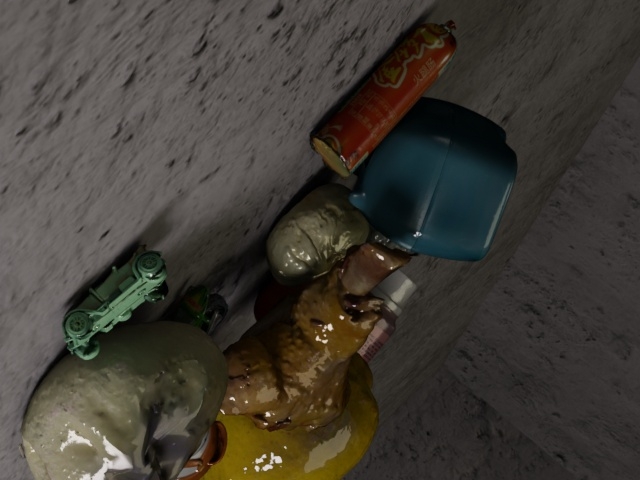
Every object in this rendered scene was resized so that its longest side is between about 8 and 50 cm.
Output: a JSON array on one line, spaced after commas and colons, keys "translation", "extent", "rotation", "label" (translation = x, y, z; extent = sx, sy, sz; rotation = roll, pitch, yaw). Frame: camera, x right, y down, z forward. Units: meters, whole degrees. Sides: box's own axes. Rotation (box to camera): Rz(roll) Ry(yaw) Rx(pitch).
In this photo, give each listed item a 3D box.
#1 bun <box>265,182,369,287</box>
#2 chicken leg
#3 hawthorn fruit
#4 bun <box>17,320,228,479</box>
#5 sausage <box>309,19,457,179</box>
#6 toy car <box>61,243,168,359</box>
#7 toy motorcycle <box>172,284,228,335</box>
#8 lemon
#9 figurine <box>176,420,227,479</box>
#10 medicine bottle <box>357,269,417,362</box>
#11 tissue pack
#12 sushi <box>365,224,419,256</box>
[{"translation": [0.000, 0.000, 1.855], "extent": [0.164, 0.111, 0.188], "rotation": [-48, 170, 17], "label": "bun"}, {"translation": [-0.027, 0.145, 1.753], "extent": [0.295, 0.182, 0.409], "rotation": [-18, 158, -44], "label": "chicken leg"}, {"translation": [-0.039, 0.104, 1.989], "extent": [0.138, 0.133, 0.133], "rotation": [-29, 161, -15], "label": "hawthorn fruit"}, {"translation": [-0.228, 0.222, 1.563], "extent": [0.273, 0.168, 0.273], "rotation": [-33, 149, -23], "label": "bun"}, {"translation": [0.095, -0.200, 1.717], "extent": [0.264, 0.083, 0.083], "rotation": [-48, 166, -13], "label": "sausage"}, {"translation": [-0.231, 0.068, 1.439], "extent": [0.143, 0.054, 0.073], "rotation": [-41, 162, -19], "label": "toy car"}, {"translation": [-0.199, 0.142, 1.711], "extent": [0.190, 0.074, 0.106], "rotation": [-50, 157, -1], "label": "toy motorcycle"}, {"translation": [-0.059, 0.305, 2.168], "extent": [0.316, 0.285, 0.285], "rotation": [-33, 172, 19], "label": "lemon"}, {"translation": [-0.217, 0.274, 1.858], "extent": [0.143, 0.143, 0.271], "rotation": [-48, 155, -7], "label": "figurine"}, {"translation": [0.062, 0.146, 2.361], "extent": [0.247, 0.147, 0.147], "rotation": [-50, 166, -2], "label": "medicine bottle"}, {"translation": [0.154, -0.097, 1.823], "extent": [0.287, 0.206, 0.198], "rotation": [-84, -167, -72], "label": "tissue pack"}, {"translation": [0.102, -0.031, 2.073], "extent": [0.212, 0.147, 0.115], "rotation": [-39, -179, 36], "label": "sushi"}]
